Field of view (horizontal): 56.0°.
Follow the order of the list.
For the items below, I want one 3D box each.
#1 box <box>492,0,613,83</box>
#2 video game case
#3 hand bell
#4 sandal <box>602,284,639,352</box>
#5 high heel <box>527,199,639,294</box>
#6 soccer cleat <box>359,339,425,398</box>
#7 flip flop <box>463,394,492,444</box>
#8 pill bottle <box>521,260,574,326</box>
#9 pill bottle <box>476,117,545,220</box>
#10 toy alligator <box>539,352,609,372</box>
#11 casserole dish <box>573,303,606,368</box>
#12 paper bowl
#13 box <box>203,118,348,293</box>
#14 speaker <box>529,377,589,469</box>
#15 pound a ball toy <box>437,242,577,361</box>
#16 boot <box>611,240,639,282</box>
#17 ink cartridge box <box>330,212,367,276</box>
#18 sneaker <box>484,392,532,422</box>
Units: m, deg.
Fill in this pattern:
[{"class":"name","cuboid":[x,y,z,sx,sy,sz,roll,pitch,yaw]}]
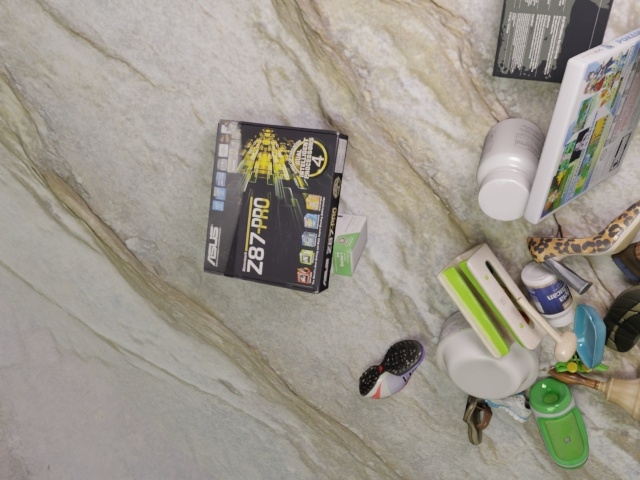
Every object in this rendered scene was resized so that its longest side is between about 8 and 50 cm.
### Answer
[{"class":"box","cuboid":[0.430,-0.429,1.097,0.185,0.103,0.261,13,132,17]},{"class":"video game case","cuboid":[0.517,-0.219,1.126,0.036,0.300,0.328,39,144,36]},{"class":"hand bell","cuboid":[0.761,0.398,1.677,0.242,0.126,0.126,15,134,29]},{"class":"sandal","cuboid":[0.771,0.178,1.476,0.120,0.086,0.302,42,157,18]},{"class":"high heel","cuboid":[0.609,-0.028,1.394,0.186,0.093,0.261,47,112,35]},{"class":"soccer cleat","cuboid":[0.246,0.413,1.911,0.117,0.108,0.318,19,135,-23]},{"class":"flip flop","cuboid":[0.503,0.558,1.899,0.080,0.112,0.277,5,134,26]},{"class":"pill bottle","cuboid":[0.579,0.136,1.518,0.094,0.094,0.169,-15,121,33]},{"class":"pill bottle","cuboid":[0.397,-0.148,1.262,0.131,0.229,0.131,13,132,14]},{"class":"toy alligator","cuboid":[0.695,0.338,1.674,0.190,0.056,0.051,-9,82,31]},{"class":"casserole dish","cuboid":[0.698,0.246,1.557,0.037,0.114,0.188,-11,125,1]},{"class":"paper bowl","cuboid":[0.469,0.335,1.702,0.285,0.148,0.284,13,133,15]},{"class":"box","cuboid":[-0.115,-0.089,1.500,0.319,0.097,0.394,10,98,19]},{"class":"speaker","cuboid":[0.712,0.548,1.791,0.131,0.131,0.296,-9,124,30]},{"class":"pound a ball toy","cuboid":[0.476,0.154,1.496,0.319,0.136,0.208,54,144,0]},{"class":"boot","cuboid":[0.786,0.067,1.397,0.219,0.082,0.106,33,162,-13]},{"class":"ink cartridge box","cuboid":[0.000,0.000,1.610,0.220,0.160,0.092,8,129,17]},{"class":"sneaker","cuboid":[0.576,0.480,1.840,0.191,0.071,0.083,28,126,-11]}]
